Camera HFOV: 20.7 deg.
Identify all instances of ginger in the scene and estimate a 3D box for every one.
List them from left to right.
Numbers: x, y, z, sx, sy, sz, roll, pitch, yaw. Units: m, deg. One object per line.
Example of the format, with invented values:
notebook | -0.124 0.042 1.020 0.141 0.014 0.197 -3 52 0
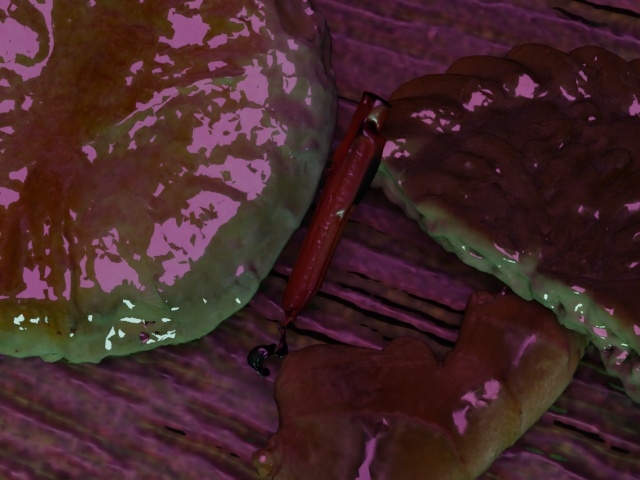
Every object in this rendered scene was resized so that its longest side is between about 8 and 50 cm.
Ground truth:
ginger | 0.024 0.151 0.916 0.148 0.081 0.334 25 78 -10

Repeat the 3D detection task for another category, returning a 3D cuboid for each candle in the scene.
candle | 0.000 0.000 0.946 0.026 0.021 0.167 29 102 29

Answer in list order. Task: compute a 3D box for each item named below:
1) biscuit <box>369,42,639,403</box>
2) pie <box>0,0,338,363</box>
biscuit | 0.158 -0.028 0.943 0.273 0.036 0.187 37 63 25
pie | -0.131 -0.077 0.973 0.306 0.071 0.306 -1 75 4
